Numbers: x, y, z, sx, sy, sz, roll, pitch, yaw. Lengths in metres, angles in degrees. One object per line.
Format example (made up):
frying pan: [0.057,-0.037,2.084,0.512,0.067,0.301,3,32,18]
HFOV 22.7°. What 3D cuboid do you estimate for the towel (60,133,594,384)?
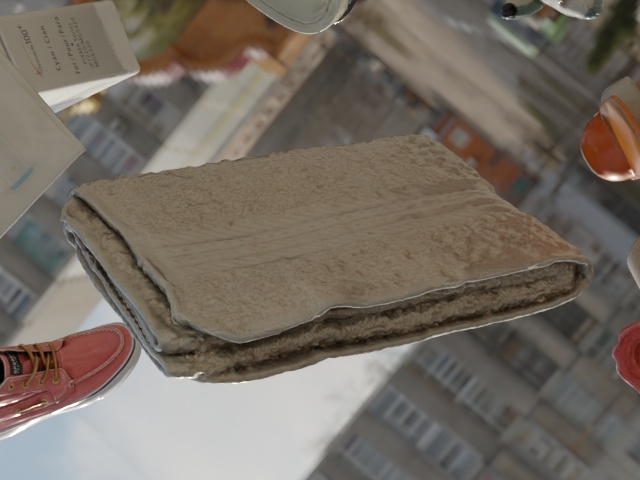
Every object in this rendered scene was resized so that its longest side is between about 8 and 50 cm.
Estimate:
towel: [0.000,0.000,0.961,0.282,0.049,0.187,-11,-145,-28]

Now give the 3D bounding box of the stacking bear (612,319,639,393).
stacking bear: [0.418,0.110,1.622,0.175,0.164,0.289,68,-157,-6]

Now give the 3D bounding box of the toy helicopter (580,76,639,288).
toy helicopter: [0.245,-0.057,0.955,0.355,0.235,0.140,98,148,-57]

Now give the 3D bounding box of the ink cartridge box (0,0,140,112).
ink cartridge box: [-0.318,-0.078,1.152,0.261,0.296,0.066,-26,-86,-57]

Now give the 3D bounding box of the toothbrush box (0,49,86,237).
toothbrush box: [-0.264,0.001,0.645,0.126,0.216,0.295,51,150,-21]

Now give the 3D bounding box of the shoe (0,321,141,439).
shoe: [-0.247,0.116,1.400,0.063,0.178,0.081,65,-176,27]

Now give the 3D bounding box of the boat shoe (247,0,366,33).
boat shoe: [-0.085,-0.320,1.513,0.324,0.116,0.097,38,-139,14]

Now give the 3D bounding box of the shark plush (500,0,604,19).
shark plush: [0.179,-0.181,1.140,0.067,0.073,0.161,22,-170,11]
